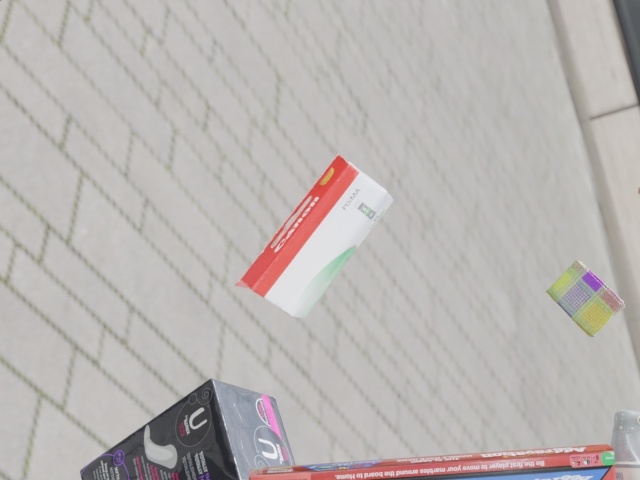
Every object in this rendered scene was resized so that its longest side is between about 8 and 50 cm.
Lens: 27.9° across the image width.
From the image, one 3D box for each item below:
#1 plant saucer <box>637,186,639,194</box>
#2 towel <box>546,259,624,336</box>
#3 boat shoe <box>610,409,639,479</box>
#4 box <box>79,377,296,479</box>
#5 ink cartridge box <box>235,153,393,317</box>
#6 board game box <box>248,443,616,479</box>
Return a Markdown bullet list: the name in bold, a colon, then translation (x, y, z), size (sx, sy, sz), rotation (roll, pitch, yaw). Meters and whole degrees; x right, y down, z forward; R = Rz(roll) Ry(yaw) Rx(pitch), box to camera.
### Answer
- **plant saucer**: translation (0.376, -0.055, 1.352), size (0.083, 0.083, 0.013), rotation (-15, 107, -69)
- **towel**: translation (0.324, 0.072, 1.575), size (0.083, 0.060, 0.009), rotation (44, 2, 2)
- **boat shoe**: translation (0.343, 0.162, 1.028), size (0.079, 0.227, 0.081), rotation (111, -21, -79)
- **box**: translation (-0.179, 0.334, 1.772), size (0.143, 0.270, 0.165), rotation (25, 37, -48)
- **ink cartridge box**: translation (0.000, 0.000, 1.436), size (0.056, 0.181, 0.224), rotation (38, 2, 8)
- **board game box**: translation (0.090, 0.240, 1.002), size (0.027, 0.281, 0.145), rotation (-88, 173, -83)
